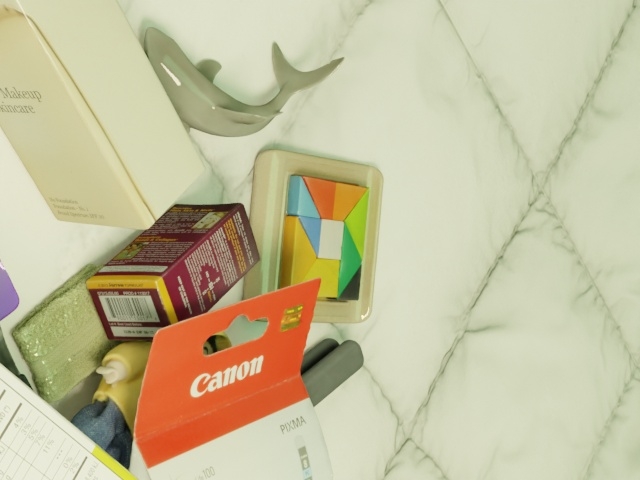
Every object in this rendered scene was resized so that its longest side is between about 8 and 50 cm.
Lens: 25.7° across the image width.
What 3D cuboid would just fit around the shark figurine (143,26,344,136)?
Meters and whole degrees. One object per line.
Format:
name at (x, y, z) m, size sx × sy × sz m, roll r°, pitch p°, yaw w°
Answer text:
shark figurine at (-0.089, -0.163, 1.691) m, size 0.278 × 0.116 × 0.166 m, roll -2°, pitch 97°, yaw -47°

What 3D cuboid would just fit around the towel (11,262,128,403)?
towel at (-0.272, 0.102, 1.568) m, size 0.148 × 0.027 × 0.110 m, roll -41°, pitch 122°, yaw -39°

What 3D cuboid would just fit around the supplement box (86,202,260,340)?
supplement box at (-0.165, 0.034, 1.604) m, size 0.188 × 0.104 × 0.081 m, roll -46°, pitch 127°, yaw -48°

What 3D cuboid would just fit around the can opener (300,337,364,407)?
can opener at (-0.050, 0.191, 1.797) m, size 0.280 × 0.074 × 0.093 m, roll -29°, pitch 114°, yaw -44°

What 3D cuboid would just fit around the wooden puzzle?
wooden puzzle at (0.000, 0.000, 1.858) m, size 0.238 × 0.044 × 0.221 m, roll 5°, pitch 90°, yaw -49°

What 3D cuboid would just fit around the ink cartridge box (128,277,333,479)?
ink cartridge box at (-0.091, 0.258, 1.612) m, size 0.308 × 0.091 × 0.385 m, roll -16°, pitch 123°, yaw -53°

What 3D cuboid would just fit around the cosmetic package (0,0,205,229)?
cosmetic package at (-0.264, -0.167, 1.452) m, size 0.113 × 0.160 × 0.309 m, roll -50°, pitch 127°, yaw -33°

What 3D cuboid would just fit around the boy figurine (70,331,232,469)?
boy figurine at (-0.203, 0.192, 1.597) m, size 0.285 × 0.092 × 0.177 m, roll -46°, pitch 136°, yaw -43°

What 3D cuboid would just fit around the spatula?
spatula at (-0.333, 0.132, 1.494) m, size 0.084 × 0.030 × 0.296 m, roll -32°, pitch 122°, yaw -21°

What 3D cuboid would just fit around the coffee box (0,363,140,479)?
coffee box at (-0.386, 0.283, 1.217) m, size 0.334 × 0.337 × 0.338 m, roll 49°, pitch 59°, yaw -39°
